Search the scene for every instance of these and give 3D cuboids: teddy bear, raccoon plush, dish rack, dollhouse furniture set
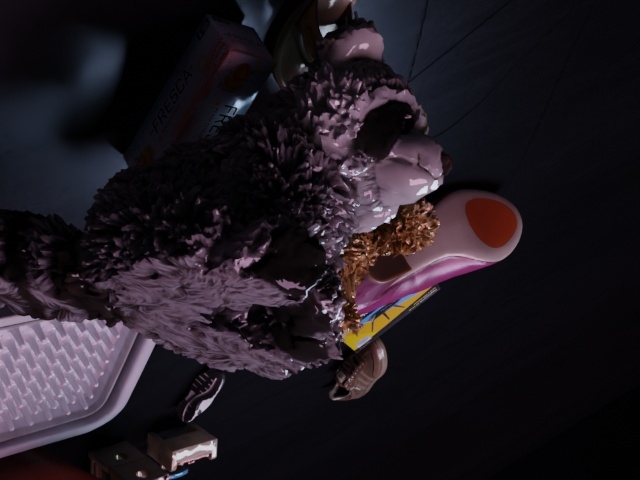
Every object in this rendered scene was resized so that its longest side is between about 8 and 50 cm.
[{"bbox_3d":[0.000,0.000,1.022,0.338,0.245,0.113,-48,120,-32],"label":"teddy bear"},{"bbox_3d":[-0.113,-0.075,0.829,0.446,0.299,0.216,15,150,-2],"label":"raccoon plush"},{"bbox_3d":[-0.352,0.147,1.059,0.332,0.072,0.286,-9,142,-40],"label":"dish rack"},{"bbox_3d":[-0.240,0.379,1.426,0.183,0.129,0.129,-9,110,-40],"label":"dollhouse furniture set"}]

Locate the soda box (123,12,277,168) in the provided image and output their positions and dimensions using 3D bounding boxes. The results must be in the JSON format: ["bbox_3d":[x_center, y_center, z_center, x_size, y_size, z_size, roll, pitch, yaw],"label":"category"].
[{"bbox_3d":[-0.120,-0.124,0.906,0.058,0.063,0.183,8,131,-43],"label":"soda box"}]

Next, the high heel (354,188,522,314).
[{"bbox_3d":[0.141,0.021,1.417,0.377,0.127,0.181,-13,166,-38],"label":"high heel"}]

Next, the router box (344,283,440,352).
[{"bbox_3d":[0.100,0.098,1.517,0.179,0.046,0.133,-38,153,3],"label":"router box"}]

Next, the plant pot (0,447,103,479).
[{"bbox_3d":[-0.345,0.399,1.191,0.272,0.265,0.272,-48,154,-34],"label":"plant pot"}]

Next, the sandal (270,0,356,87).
[{"bbox_3d":[0.007,-0.215,0.927,0.072,0.049,0.180,-4,139,-45],"label":"sandal"}]

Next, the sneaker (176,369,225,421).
[{"bbox_3d":[-0.178,0.231,1.429,0.109,0.040,0.043,-48,167,28],"label":"sneaker"}]

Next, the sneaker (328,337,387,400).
[{"bbox_3d":[0.065,0.234,1.666,0.071,0.066,0.188,-20,148,-26],"label":"sneaker"}]
